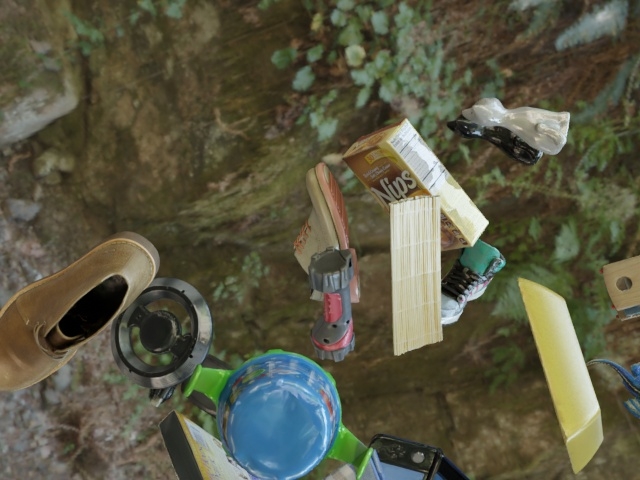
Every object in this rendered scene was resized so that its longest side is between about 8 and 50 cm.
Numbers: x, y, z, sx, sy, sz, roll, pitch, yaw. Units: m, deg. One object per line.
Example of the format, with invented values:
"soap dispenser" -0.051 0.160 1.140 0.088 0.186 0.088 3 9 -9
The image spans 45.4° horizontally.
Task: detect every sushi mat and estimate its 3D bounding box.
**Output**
"sushi mat" 0.195 0.067 1.547 0.152 0.019 0.316 -13 106 -38

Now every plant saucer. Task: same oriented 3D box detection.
"plant saucer" 0.492 0.269 1.541 0.333 0.081 0.332 53 24 -57

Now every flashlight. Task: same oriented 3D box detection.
"flashlight" 0.019 0.143 1.664 0.304 0.103 0.103 82 23 -49

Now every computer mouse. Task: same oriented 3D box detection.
"computer mouse" -0.244 0.351 1.769 0.272 0.188 0.072 32 -13 -5

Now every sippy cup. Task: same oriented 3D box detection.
"sippy cup" -0.072 0.312 1.320 0.224 0.306 0.239 112 -32 -84

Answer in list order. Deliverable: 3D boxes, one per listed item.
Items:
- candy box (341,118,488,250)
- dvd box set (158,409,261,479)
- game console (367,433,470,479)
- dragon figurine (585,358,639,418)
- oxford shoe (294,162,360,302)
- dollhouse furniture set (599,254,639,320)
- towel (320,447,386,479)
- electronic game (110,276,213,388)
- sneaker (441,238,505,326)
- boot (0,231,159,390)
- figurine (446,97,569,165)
"candy box" 0.215 -0.115 1.747 0.316 0.087 0.183 48 -28 -17
"dvd box set" -0.197 0.610 1.855 0.420 0.062 0.307 46 -2 -33
"game console" 0.202 0.628 1.747 0.173 0.250 0.293 -94 -160 -74
"dragon figurine" 0.805 0.384 1.896 0.289 0.085 0.144 31 31 -2
"oxford shoe" 0.000 0.000 1.836 0.140 0.147 0.396 -86 166 -57
"dollhouse furniture set" 0.482 0.115 1.060 0.129 0.129 0.183 28 46 -63
"towel" 0.037 0.542 1.444 0.034 0.285 0.209 11 46 -42
"electronic game" -0.326 0.188 1.567 0.048 0.229 0.229 43 29 -68
"sneaker" 0.346 0.081 1.825 0.296 0.124 0.178 -31 147 -50
"boot" -0.339 0.108 0.965 0.112 0.305 0.115 46 18 -17
"figurine" 0.386 -0.236 1.604 0.215 0.210 0.092 137 -32 -85
